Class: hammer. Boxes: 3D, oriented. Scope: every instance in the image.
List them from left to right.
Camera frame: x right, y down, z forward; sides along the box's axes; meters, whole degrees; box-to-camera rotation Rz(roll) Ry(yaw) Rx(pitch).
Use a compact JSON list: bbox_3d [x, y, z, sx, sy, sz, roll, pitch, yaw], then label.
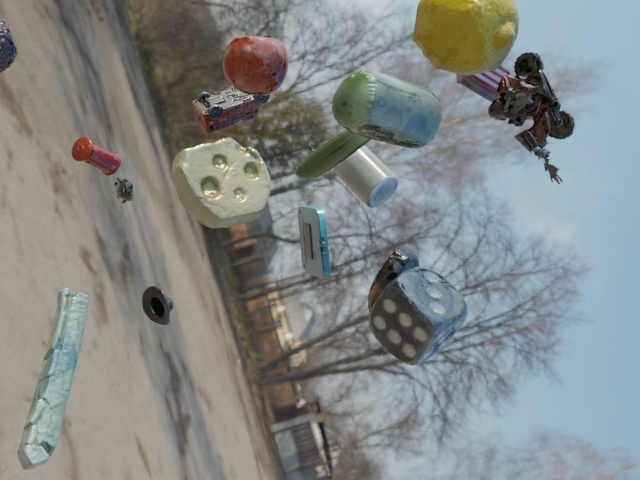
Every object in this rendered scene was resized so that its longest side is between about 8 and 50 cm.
[{"bbox_3d":[0.060,-0.201,1.363,0.335,0.206,0.119,-30,-122,47],"label":"hammer"}]

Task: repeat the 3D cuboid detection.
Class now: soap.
[{"bbox_3d":[0.512,-0.516,2.202,0.065,0.203,0.122,-21,-121,47],"label":"soap"}]

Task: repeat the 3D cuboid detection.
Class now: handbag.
[{"bbox_3d":[-0.532,-0.137,1.910,0.111,0.047,0.072,-155,-125,-70],"label":"handbag"}]

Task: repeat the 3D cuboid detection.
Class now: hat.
[{"bbox_3d":[-0.453,0.183,1.999,0.050,0.121,0.121,-19,94,-52],"label":"hat"}]

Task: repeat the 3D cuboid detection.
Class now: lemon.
[{"bbox_3d":[0.350,-0.515,1.691,0.288,0.233,0.233,41,-28,45],"label":"lemon"}]

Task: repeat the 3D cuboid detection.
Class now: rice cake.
[{"bbox_3d":[-0.485,0.247,1.286,0.066,0.063,0.336,-40,-140,45],"label":"rice cake"}]

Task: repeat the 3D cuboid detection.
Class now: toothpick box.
[{"bbox_3d":[-0.399,-0.150,1.247,0.083,0.047,0.047,32,36,-63],"label":"toothpick box"}]

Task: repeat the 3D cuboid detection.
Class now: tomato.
[{"bbox_3d":[-0.172,-0.460,1.859,0.187,0.187,0.151,-132,-142,-76],"label":"tomato"}]

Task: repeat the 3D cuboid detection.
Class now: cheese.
[{"bbox_3d":[-0.320,-0.193,2.274,0.115,0.326,0.318,-35,-152,53],"label":"cheese"}]

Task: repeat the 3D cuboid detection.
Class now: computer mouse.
[{"bbox_3d":[0.214,0.150,2.133,0.116,0.183,0.323,26,-43,26],"label":"computer mouse"}]

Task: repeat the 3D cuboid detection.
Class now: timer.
[{"bbox_3d":[0.000,0.000,2.342,0.250,0.091,0.232,-155,-120,-75],"label":"timer"}]

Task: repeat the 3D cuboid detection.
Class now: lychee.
[{"bbox_3d":[-0.648,-0.374,1.347,0.129,0.123,0.123,-64,153,-44],"label":"lychee"}]

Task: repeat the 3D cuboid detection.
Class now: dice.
[{"bbox_3d":[0.245,0.188,1.770,0.182,0.183,0.181,44,-51,23],"label":"dice"}]

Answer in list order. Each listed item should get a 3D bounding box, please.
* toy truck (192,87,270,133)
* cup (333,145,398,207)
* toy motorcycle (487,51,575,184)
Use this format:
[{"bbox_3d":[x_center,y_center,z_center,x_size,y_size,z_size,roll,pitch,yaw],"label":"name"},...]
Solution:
[{"bbox_3d":[-0.296,-0.453,2.377,0.107,0.253,0.114,49,-29,40],"label":"toy truck"},{"bbox_3d":[0.114,-0.149,1.671,0.133,0.099,0.136,47,6,26],"label":"cup"},{"bbox_3d":[0.629,-0.345,2.068,0.401,0.207,0.134,65,21,10],"label":"toy motorcycle"}]
